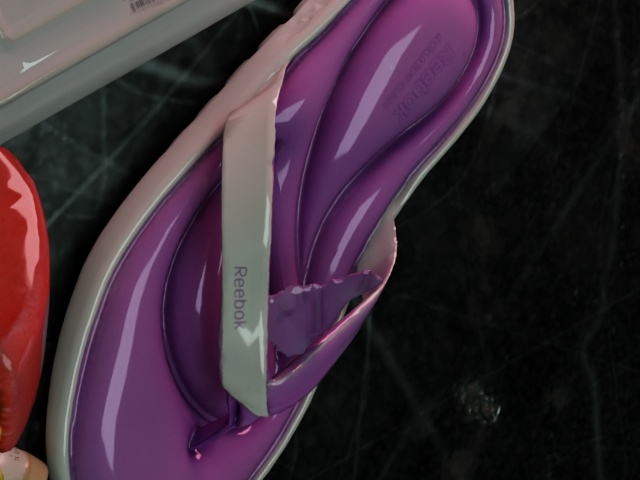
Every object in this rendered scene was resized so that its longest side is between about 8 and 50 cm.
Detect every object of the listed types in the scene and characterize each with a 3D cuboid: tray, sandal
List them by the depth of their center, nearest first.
[{"bbox_3d":[-0.110,-0.156,0.761,0.270,0.030,0.145,-35,117,-26],"label":"tray"},{"bbox_3d":[-0.011,-0.007,0.812,0.169,0.102,0.416,36,77,-34],"label":"sandal"}]

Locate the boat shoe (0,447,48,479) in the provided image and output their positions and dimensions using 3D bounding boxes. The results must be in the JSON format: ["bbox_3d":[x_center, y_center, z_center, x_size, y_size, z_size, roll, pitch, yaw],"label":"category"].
[{"bbox_3d":[-0.179,0.184,0.751,0.059,0.063,0.170,19,86,-30],"label":"boat shoe"}]

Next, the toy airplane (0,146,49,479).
[{"bbox_3d":[-0.226,0.151,0.522,0.272,0.386,0.384,28,98,6],"label":"toy airplane"}]
